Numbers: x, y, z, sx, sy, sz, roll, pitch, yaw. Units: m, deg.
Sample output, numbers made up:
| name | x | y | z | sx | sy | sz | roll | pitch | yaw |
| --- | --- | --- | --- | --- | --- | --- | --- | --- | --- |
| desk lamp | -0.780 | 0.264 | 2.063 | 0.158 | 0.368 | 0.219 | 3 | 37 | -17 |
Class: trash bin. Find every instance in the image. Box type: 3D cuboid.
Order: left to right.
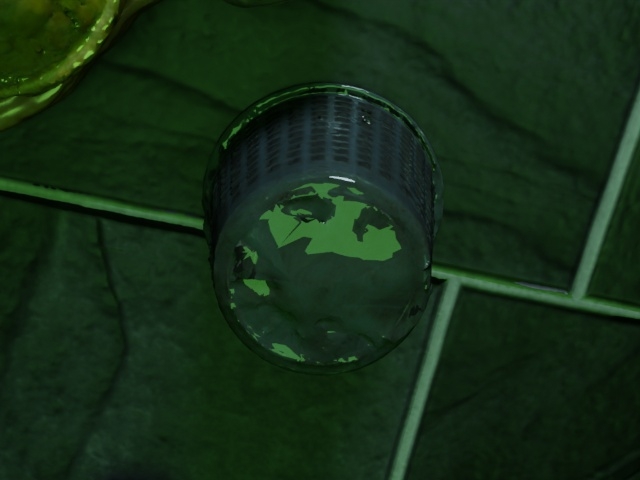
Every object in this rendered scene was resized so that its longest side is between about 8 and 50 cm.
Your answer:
| name | x | y | z | sx | sy | sz | roll | pitch | yaw |
| --- | --- | --- | --- | --- | --- | --- | --- | --- | --- |
| trash bin | 0.000 | 0.000 | 0.497 | 0.176 | 0.161 | 0.175 | 0 | 110 | 1 |

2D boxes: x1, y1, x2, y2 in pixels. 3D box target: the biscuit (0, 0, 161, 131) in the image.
| name | x | y | z | sx | sy | sz | roll | pitch | yaw |
| --- | --- | --- | --- | --- | --- | --- | --- | --- | --- |
| biscuit | -0.268 | -0.205 | 0.480 | 0.352 | 0.057 | 0.312 | -15 | 109 | 5 |

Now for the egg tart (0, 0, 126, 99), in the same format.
| name | x | y | z | sx | sy | sz | roll | pitch | yaw |
| --- | --- | --- | --- | --- | --- | --- | --- | --- | --- |
| egg tart | -0.202 | -0.170 | 0.419 | 0.213 | 0.090 | 0.212 | 1 | 107 | 2 |

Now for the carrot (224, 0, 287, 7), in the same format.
| name | x | y | z | sx | sy | sz | roll | pitch | yaw |
| --- | --- | --- | --- | --- | --- | --- | --- | --- | --- |
| carrot | -0.053 | -0.277 | 0.419 | 0.139 | 0.138 | 0.301 | -22 | 107 | 7 |
